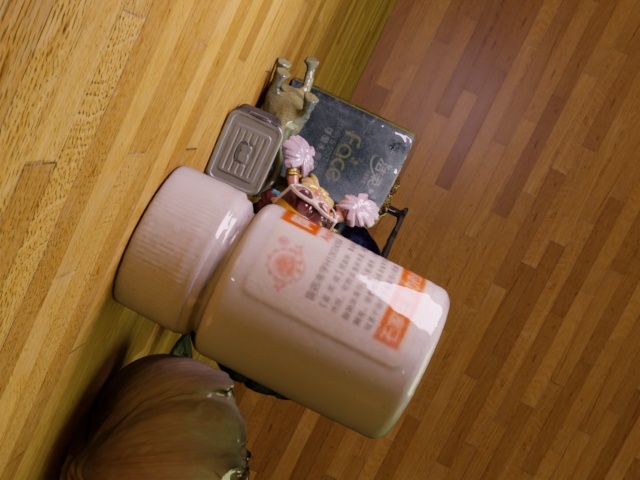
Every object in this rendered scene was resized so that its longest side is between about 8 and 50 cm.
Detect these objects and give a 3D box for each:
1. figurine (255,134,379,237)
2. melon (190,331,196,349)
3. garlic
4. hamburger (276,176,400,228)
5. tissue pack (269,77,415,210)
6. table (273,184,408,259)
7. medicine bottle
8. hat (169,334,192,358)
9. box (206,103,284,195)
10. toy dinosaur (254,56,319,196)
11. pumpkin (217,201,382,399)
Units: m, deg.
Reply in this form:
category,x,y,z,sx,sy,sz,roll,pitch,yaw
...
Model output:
category,x,y,z,sx,sy,sz,roll,pitch,yaw
figurine,-0.018,-0.047,1.354,0.116,0.175,0.240,-47,-175,25
melon,-0.237,0.201,2.091,0.099,0.099,0.162,-63,179,-33
garlic,-0.231,0.315,1.356,0.322,0.241,0.322,-54,-167,18
hamburger,0.042,-0.149,2.221,0.259,0.283,0.144,-56,165,-48
tissue pack,0.029,-0.176,1.811,0.081,0.257,0.185,-68,-176,-75
table,0.000,0.000,2.373,0.272,0.335,0.222,113,3,-49
medicine bottle,-0.047,0.073,1.165,0.211,0.371,0.211,-63,178,-4
hat,-0.294,0.343,2.003,0.265,0.128,0.265,-61,176,-7
box,-0.104,-0.134,1.348,0.069,0.084,0.122,-80,-165,-67
toy dinosaur,-0.057,-0.206,1.510,0.363,0.076,0.147,-87,-162,-56
pumpkin,-0.052,0.097,1.672,0.363,0.363,0.266,-64,179,-17
